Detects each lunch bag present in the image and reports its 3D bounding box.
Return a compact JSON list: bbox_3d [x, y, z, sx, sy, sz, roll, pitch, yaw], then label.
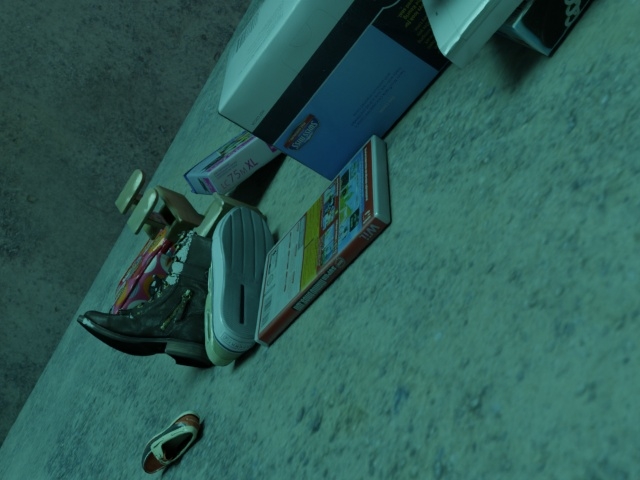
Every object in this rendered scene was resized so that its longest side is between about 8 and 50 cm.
[{"bbox_3d":[-0.361,0.066,1.786,0.293,0.120,0.258,-53,16,14],"label":"lunch bag"}]

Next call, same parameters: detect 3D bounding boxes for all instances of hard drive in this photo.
[{"bbox_3d":[0.235,-0.355,0.875,0.307,0.040,0.203,-49,22,27],"label":"hard drive"}]

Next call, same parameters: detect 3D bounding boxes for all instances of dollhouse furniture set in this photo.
[{"bbox_3d":[-0.238,-0.053,1.526,0.161,0.212,0.242,-56,46,13],"label":"dollhouse furniture set"}]

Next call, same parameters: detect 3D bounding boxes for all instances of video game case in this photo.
[{"bbox_3d":[0.000,0.000,1.135,0.285,0.025,0.204,-47,23,31],"label":"video game case"}]

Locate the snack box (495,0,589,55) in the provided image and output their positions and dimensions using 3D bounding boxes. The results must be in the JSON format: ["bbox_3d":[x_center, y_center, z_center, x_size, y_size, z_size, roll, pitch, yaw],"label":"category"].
[{"bbox_3d":[0.303,-0.374,0.890,0.322,0.060,0.187,-54,21,14],"label":"snack box"}]

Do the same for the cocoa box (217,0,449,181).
[{"bbox_3d":[0.039,-0.307,1.175,0.347,0.228,0.231,-48,25,30],"label":"cocoa box"}]

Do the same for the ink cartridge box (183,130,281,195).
[{"bbox_3d":[-0.190,-0.172,1.690,0.186,0.065,0.311,-38,14,-14],"label":"ink cartridge box"}]

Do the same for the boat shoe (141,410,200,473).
[{"bbox_3d":[-0.232,0.319,1.208,0.137,0.049,0.043,-46,25,20],"label":"boat shoe"}]

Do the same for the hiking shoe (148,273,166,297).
[{"bbox_3d":[-0.276,0.125,1.483,0.086,0.114,0.227,-59,20,1],"label":"hiking shoe"}]

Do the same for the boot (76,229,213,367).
[{"bbox_3d":[-0.263,0.088,1.357,0.091,0.263,0.229,97,-174,-67],"label":"boot"}]

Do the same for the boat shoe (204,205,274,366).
[{"bbox_3d":[-0.145,0.066,1.273,0.094,0.109,0.302,-47,26,35],"label":"boat shoe"}]
